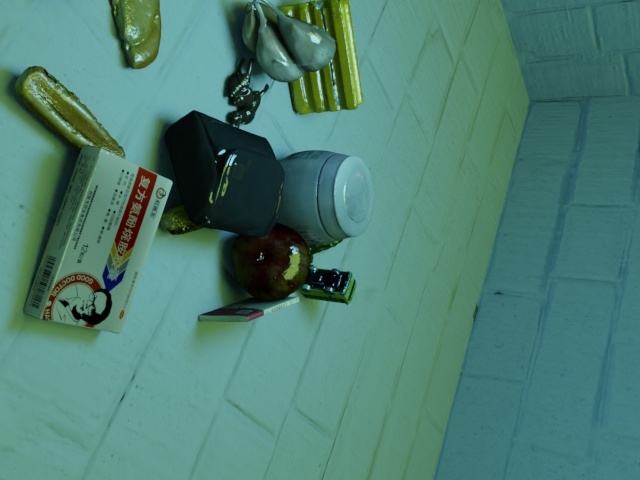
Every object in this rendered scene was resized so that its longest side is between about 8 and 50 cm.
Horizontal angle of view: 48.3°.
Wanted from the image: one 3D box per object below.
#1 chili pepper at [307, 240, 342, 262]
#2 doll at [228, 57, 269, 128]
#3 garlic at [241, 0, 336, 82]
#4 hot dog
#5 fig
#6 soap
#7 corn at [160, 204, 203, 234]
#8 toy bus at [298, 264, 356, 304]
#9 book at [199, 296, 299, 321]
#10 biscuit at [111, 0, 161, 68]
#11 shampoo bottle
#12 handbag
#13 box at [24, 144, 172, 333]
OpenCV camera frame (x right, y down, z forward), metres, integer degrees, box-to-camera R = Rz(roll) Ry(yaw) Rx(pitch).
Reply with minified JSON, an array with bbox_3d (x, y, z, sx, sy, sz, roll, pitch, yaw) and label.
[{"bbox_3d":[0.004,0.004,2.267,0.257,0.074,0.100,-31,121,-48],"label":"chili pepper"},{"bbox_3d":[-0.203,-0.384,1.904,0.165,0.057,0.139,-63,144,-26],"label":"doll"},{"bbox_3d":[-0.088,-0.545,1.904,0.238,0.210,0.292,63,17,6],"label":"garlic"},{"bbox_3d":[-0.496,-0.236,1.429,0.083,0.068,0.289,-51,143,-11],"label":"hot dog"},{"bbox_3d":[-0.133,0.075,1.983,0.321,0.216,0.217,88,14,-75],"label":"fig"},{"bbox_3d":[0.005,-0.541,2.090,0.096,0.204,0.325,-50,135,-59],"label":"soap"},{"bbox_3d":[-0.307,-0.061,1.749,0.203,0.072,0.072,-21,111,-56],"label":"corn"},{"bbox_3d":[0.023,0.138,2.205,0.101,0.174,0.088,55,49,-49],"label":"toy bus"},{"bbox_3d":[-0.185,0.180,1.880,0.231,0.162,0.022,-14,100,-58],"label":"book"},{"bbox_3d":[-0.409,-0.537,1.562,0.154,0.045,0.299,-47,131,-48],"label":"biscuit"},{"bbox_3d":[-0.002,-0.124,2.053,0.273,0.266,0.273,-7,98,-57],"label":"shampoo bottle"},{"bbox_3d":[-0.205,-0.156,1.725,0.301,0.177,0.275,15,45,-56],"label":"handbag"},{"bbox_3d":[-0.451,0.004,1.477,0.214,0.069,0.354,25,82,-57],"label":"box"}]
